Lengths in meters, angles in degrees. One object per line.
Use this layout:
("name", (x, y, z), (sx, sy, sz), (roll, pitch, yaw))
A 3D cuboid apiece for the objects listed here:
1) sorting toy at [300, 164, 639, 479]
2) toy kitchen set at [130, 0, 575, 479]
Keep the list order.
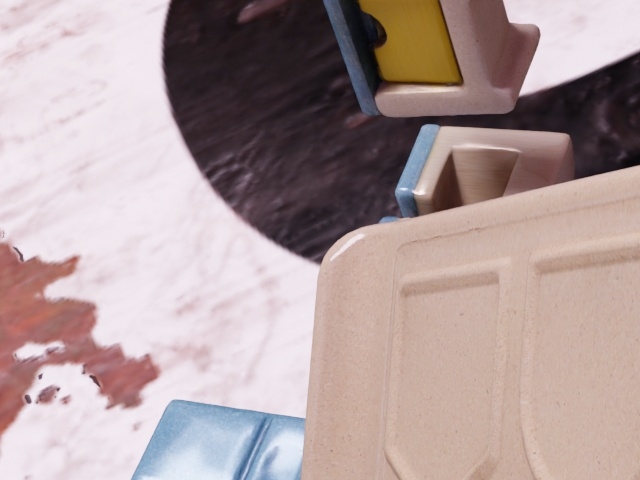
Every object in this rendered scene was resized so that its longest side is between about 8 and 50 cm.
("sorting toy", (0.058, 0.138, 0.505), (0.229, 0.041, 0.307), (-10, 74, 61))
("toy kitchen set", (0.000, 0.000, 0.660), (0.122, 0.166, 0.207), (5, 50, 25))
